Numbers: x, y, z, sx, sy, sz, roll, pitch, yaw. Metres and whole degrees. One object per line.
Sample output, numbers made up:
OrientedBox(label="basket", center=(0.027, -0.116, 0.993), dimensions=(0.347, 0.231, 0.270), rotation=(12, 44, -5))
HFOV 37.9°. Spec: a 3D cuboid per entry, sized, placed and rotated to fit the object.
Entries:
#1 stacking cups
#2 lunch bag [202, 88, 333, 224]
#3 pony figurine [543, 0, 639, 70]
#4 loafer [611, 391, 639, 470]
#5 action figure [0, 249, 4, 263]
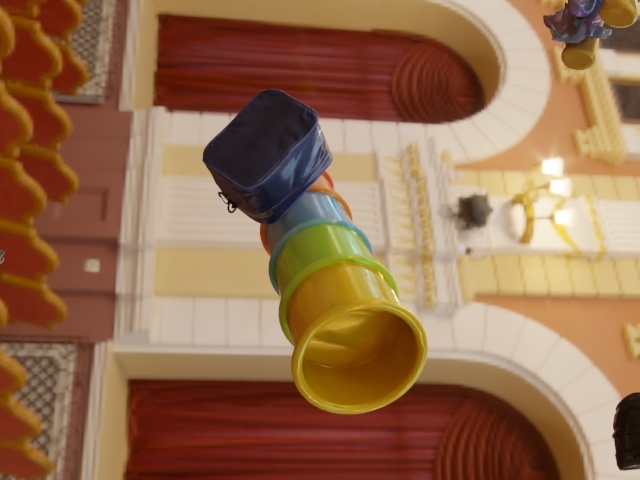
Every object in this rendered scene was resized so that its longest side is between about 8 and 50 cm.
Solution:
OrientedBox(label="stacking cups", center=(0.000, 0.000, 0.752), dimensions=(0.316, 0.096, 0.096), rotation=(-109, -158, -57))
OrientedBox(label="lunch bag", center=(-0.041, -0.060, 0.734), dimensions=(0.067, 0.098, 0.065), rotation=(37, -13, 31))
OrientedBox(label="pony figurine", center=(0.431, -0.383, 1.205), dimensions=(0.364, 0.350, 0.303), rotation=(-62, 143, -24))
OrientedBox(label="loafer", center=(0.379, 0.187, 0.838), dimensions=(0.076, 0.223, 0.078), rotation=(44, 51, -59))
OrientedBox(label="action figure", center=(-0.498, 0.030, 1.361), dimensions=(0.137, 0.063, 0.232), rotation=(-166, -105, -77))
